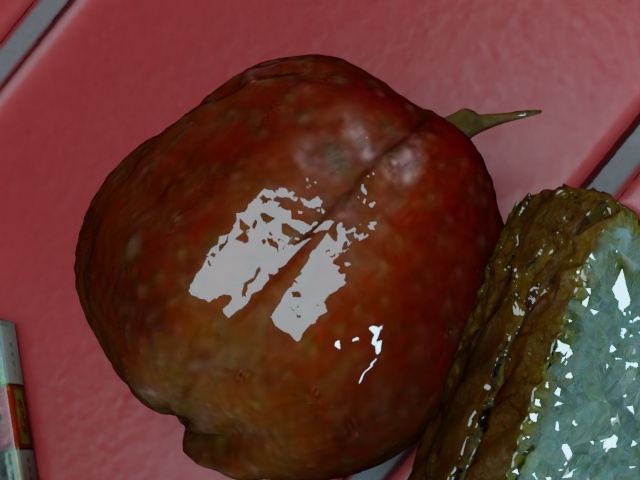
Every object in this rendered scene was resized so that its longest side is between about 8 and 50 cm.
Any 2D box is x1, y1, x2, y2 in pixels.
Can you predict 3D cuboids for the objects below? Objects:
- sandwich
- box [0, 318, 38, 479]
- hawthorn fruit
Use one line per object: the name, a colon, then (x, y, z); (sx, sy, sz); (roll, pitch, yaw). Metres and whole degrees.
sandwich: (0.197, 0.139, 0.779); (0.301, 0.099, 0.271); (21, 84, -26)
box: (-0.319, 0.143, 0.986); (0.235, 0.034, 0.132); (-14, 78, 9)
hawthorn fruit: (-0.017, 0.017, 0.844); (0.258, 0.258, 0.261); (22, 106, 13)
